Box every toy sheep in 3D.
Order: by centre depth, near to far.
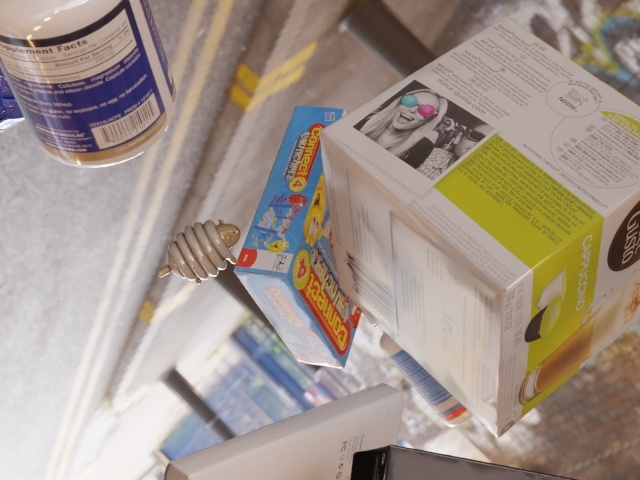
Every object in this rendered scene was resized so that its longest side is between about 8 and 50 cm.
[{"bbox_3d":[-0.171,0.018,1.562,0.132,0.091,0.091,-34,174,-1],"label":"toy sheep"}]

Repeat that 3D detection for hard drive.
[{"bbox_3d":[-0.043,0.315,1.282,0.353,0.047,0.233,-12,117,-47],"label":"hard drive"}]

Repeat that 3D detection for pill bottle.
[{"bbox_3d":[-0.232,-0.204,1.022,0.153,0.153,0.265,-43,150,-23],"label":"pill bottle"},{"bbox_3d":[0.168,0.162,1.678,0.124,0.221,0.124,-41,-178,2],"label":"pill bottle"}]

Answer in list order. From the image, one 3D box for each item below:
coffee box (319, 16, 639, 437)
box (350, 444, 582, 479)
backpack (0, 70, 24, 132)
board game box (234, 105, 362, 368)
[{"bbox_3d":[0.242,-0.023,1.475,0.334,0.338,0.338,-34,146,-20],"label":"coffee box"},{"bbox_3d":[0.169,0.288,1.157,0.184,0.261,0.103,128,-27,-76],"label":"box"},{"bbox_3d":[-0.445,-0.189,1.454,0.120,0.101,0.098,-20,173,26],"label":"backpack"},{"bbox_3d":[0.000,0.000,1.749,0.308,0.086,0.302,60,42,-53],"label":"board game box"}]
